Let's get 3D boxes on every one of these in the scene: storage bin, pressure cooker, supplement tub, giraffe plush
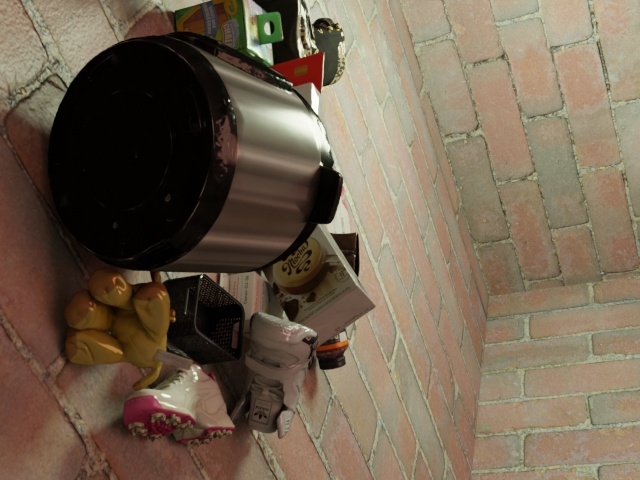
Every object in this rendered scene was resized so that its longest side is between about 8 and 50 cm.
[{"bbox_3d":[-0.226,0.154,1.611,0.180,0.084,0.122,50,36,-53],"label":"storage bin"},{"bbox_3d":[-0.191,-0.124,1.407,0.420,0.376,0.369,7,52,-58],"label":"pressure cooker"},{"bbox_3d":[0.014,0.229,2.147,0.106,0.106,0.197,-18,97,-68],"label":"supplement tub"},{"bbox_3d":[-0.301,0.118,1.360,0.210,0.181,0.170,37,13,-20],"label":"giraffe plush"}]

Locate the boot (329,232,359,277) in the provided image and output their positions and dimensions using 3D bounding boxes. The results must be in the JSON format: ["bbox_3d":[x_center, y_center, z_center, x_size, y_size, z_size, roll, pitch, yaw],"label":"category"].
[{"bbox_3d":[0.000,0.000,2.073,0.090,0.207,0.248,41,44,-58],"label":"boot"}]

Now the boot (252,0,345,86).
[{"bbox_3d":[-0.048,-0.555,2.201,0.284,0.138,0.377,-38,118,-60],"label":"boot"}]

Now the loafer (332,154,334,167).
[{"bbox_3d":[-0.083,-0.157,1.903,0.303,0.109,0.095,-30,136,-32],"label":"loafer"}]

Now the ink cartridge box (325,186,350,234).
[{"bbox_3d":[-0.002,-0.075,2.259,0.218,0.092,0.158,9,72,-69],"label":"ink cartridge box"}]

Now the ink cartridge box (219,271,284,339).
[{"bbox_3d":[-0.149,0.144,1.829,0.198,0.067,0.115,44,41,-56],"label":"ink cartridge box"}]

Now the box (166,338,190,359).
[{"bbox_3d":[-0.278,0.186,1.479,0.018,0.083,0.067,-55,149,-3],"label":"box"}]

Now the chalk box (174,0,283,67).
[{"bbox_3d":[-0.186,-0.438,1.796,0.132,0.213,0.132,15,67,-66],"label":"chalk box"}]

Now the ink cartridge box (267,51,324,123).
[{"bbox_3d":[-0.138,-0.271,1.731,0.066,0.297,0.261,46,39,-55],"label":"ink cartridge box"}]

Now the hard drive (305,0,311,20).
[{"bbox_3d":[-0.071,-0.578,2.381,0.203,0.040,0.307,13,69,-67],"label":"hard drive"}]

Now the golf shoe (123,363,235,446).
[{"bbox_3d":[-0.257,0.280,1.472,0.306,0.115,0.140,46,28,-65],"label":"golf shoe"}]

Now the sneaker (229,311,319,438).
[{"bbox_3d":[-0.095,0.278,1.680,0.366,0.138,0.210,82,26,-72],"label":"sneaker"}]

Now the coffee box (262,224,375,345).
[{"bbox_3d":[-0.029,0.066,1.866,0.297,0.168,0.119,58,6,37],"label":"coffee box"}]
